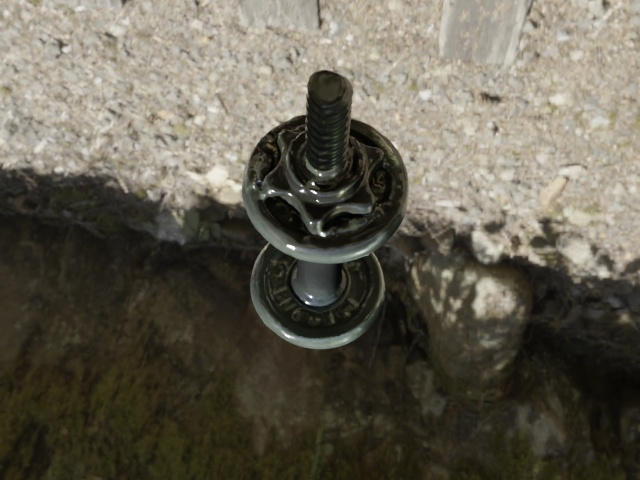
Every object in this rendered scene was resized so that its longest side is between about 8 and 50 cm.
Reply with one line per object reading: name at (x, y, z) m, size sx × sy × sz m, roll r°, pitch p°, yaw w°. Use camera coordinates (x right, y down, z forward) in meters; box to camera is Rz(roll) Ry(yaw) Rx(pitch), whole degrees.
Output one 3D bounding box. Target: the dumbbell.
dumbbell at (0.000, 0.000, 0.405) m, size 0.081 × 0.082 × 0.254 m, roll 9°, pitch 152°, yaw 3°
